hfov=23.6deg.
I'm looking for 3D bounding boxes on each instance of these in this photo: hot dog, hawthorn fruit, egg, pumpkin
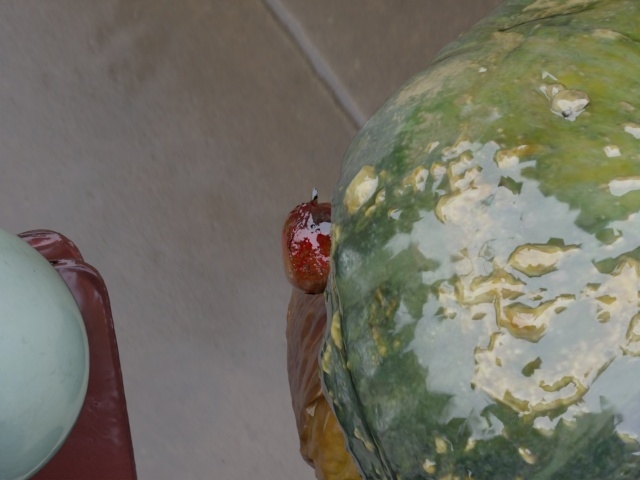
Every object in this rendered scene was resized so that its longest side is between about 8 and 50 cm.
[{"bbox_3d":[0.076,0.084,1.346,0.267,0.387,0.174,-34,105,7],"label":"hot dog"},{"bbox_3d":[0.001,0.006,1.228,0.077,0.077,0.077,-1,72,3],"label":"hawthorn fruit"},{"bbox_3d":[-0.238,0.071,0.937,0.183,0.264,0.182,-1,77,3],"label":"egg"},{"bbox_3d":[0.147,0.014,0.734,0.328,0.257,0.291,-29,83,-30],"label":"pumpkin"}]

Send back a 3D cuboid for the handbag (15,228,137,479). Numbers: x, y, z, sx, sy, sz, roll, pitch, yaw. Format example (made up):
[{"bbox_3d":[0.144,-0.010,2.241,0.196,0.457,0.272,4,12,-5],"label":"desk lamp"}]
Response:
[{"bbox_3d":[-0.280,0.137,1.115,0.276,0.260,0.084,-15,27,-17],"label":"handbag"}]
